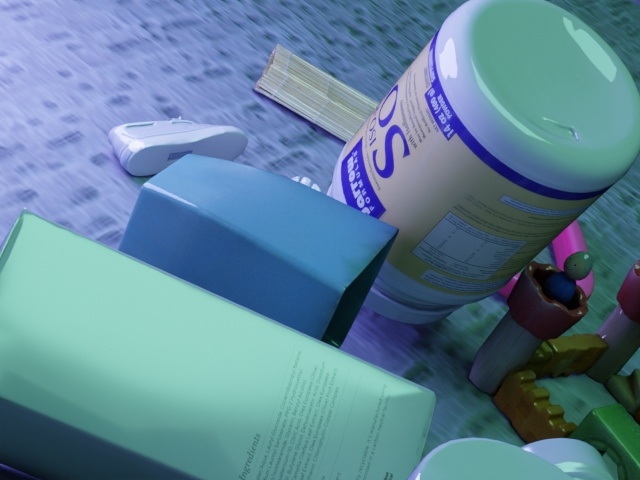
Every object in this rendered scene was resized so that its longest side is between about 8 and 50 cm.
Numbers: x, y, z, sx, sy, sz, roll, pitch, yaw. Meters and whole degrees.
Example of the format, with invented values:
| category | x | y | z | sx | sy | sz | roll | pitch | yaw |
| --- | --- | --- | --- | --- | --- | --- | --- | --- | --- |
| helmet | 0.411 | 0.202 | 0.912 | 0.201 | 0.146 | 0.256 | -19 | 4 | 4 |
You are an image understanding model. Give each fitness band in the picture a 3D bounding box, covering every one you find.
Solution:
| category | x | y | z | sx | sy | sz | roll | pitch | yaw |
| --- | --- | --- | --- | --- | --- | --- | --- | --- | --- |
| fitness band | 0.271 | -0.015 | 1.881 | 0.209 | 0.054 | 0.291 | 28 | 33 | -19 |

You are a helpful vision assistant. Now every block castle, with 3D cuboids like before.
| category | x | y | z | sx | sy | sz | roll | pitch | yaw |
| --- | --- | --- | --- | --- | --- | --- | --- | --- | --- |
| block castle | 0.413 | 0.211 | 1.547 | 0.303 | 0.213 | 0.453 | 0 | 43 | -43 |

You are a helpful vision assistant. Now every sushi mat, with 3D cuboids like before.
| category | x | y | z | sx | sy | sz | roll | pitch | yaw |
| --- | --- | --- | --- | --- | --- | --- | --- | --- | --- |
| sushi mat | 0.059 | -0.163 | 1.951 | 0.317 | 0.019 | 0.151 | 30 | 29 | -6 |

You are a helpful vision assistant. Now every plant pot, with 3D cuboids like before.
| category | x | y | z | sx | sy | sz | roll | pitch | yaw |
| --- | --- | --- | --- | --- | --- | --- | --- | --- | --- |
| plant pot | -0.077 | 0.025 | 1.423 | 0.234 | 0.165 | 0.166 | 30 | 29 | 8 |

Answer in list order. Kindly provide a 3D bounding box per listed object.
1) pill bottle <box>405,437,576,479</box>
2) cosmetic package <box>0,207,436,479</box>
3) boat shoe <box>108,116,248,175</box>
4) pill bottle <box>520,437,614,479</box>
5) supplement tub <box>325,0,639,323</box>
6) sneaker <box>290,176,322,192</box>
| category | x | y | z | sx | sy | sz | roll | pitch | yaw |
| --- | --- | --- | --- | --- | --- | --- | --- | --- | --- |
| pill bottle | 0.045 | 0.309 | 0.912 | 0.210 | 0.363 | 0.210 | 24 | 31 | -15 |
| cosmetic package | -0.120 | 0.139 | 1.136 | 0.366 | 0.197 | 0.155 | 27 | 64 | -14 |
| boat shoe | -0.167 | -0.116 | 1.640 | 0.184 | 0.066 | 0.063 | -15 | 55 | -40 |
| pill bottle | 0.244 | 0.329 | 1.263 | 0.169 | 0.169 | 0.301 | 17 | 34 | -25 |
| supplement tub | 0.159 | -0.078 | 1.505 | 0.241 | 0.331 | 0.241 | 17 | 50 | -21 |
| sneaker | 0.000 | 0.000 | 1.636 | 0.166 | 0.065 | 0.076 | 41 | 48 | 20 |
